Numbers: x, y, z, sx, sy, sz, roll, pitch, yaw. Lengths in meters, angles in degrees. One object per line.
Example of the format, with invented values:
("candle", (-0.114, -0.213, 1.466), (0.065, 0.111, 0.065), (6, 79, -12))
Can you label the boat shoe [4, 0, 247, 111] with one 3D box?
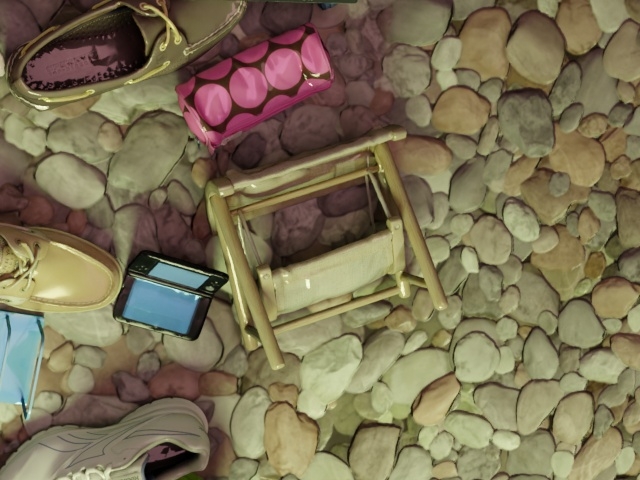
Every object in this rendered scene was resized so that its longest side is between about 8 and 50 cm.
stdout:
("boat shoe", (-0.229, -0.250, 1.314), (0.324, 0.097, 0.116), (-24, 105, -14))

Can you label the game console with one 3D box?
("game console", (-0.195, 0.073, 1.393), (0.122, 0.107, 0.071), (17, 65, -20))

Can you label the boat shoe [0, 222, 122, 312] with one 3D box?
("boat shoe", (-0.388, 0.028, 1.304), (0.302, 0.098, 0.109), (18, 93, -20))

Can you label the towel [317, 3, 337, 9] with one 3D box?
("towel", (0.035, -0.364, 1.422), (0.119, 0.029, 0.067), (-38, 109, -10))

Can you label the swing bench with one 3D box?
("swing bench", (0.000, 0.000, 1.403), (0.253, 0.165, 0.254), (-18, 99, -15))

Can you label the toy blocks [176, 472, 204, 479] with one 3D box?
("toy blocks", (-0.175, 0.471, 1.298), (0.191, 0.261, 0.381), (41, 63, -25))

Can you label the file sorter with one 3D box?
("file sorter", (-0.432, 0.146, 1.306), (0.170, 0.104, 0.118), (11, 95, -20))

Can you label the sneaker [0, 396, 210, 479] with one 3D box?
("sneaker", (-0.280, 0.289, 1.368), (0.297, 0.129, 0.111), (-21, 107, -13))

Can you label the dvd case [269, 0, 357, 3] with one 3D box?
("dvd case", (-0.077, -0.381, 1.338), (0.239, 0.029, 0.179), (-3, 70, -18))

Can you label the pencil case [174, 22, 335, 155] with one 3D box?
("pencil case", (-0.079, -0.197, 1.379), (0.209, 0.095, 0.098), (-30, 72, -10))

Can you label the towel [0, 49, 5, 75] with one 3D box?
("towel", (-0.561, -0.308, 1.217), (0.317, 0.053, 0.331), (-17, 104, -16))
